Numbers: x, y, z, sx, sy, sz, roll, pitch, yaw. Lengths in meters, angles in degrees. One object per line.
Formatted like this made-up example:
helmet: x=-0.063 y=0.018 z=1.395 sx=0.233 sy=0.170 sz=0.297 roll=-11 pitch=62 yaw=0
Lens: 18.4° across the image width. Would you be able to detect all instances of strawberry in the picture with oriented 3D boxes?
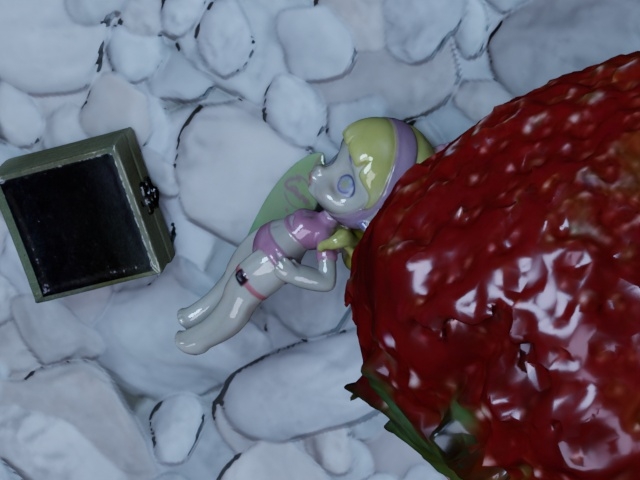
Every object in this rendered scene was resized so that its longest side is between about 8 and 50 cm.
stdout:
strawberry: x=0.150 y=0.020 z=0.948 sx=0.257 sy=0.257 sz=0.277 roll=42 pitch=80 yaw=-7

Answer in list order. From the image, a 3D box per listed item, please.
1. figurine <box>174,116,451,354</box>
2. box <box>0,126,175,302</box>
figurine: x=0.000 y=0.000 z=1.056 sx=0.187 sy=0.083 sz=0.083 roll=-40 pitch=99 yaw=15
box: x=-0.129 y=-0.014 z=1.089 sx=0.083 sy=0.035 sz=0.079 roll=-14 pitch=107 yaw=16
